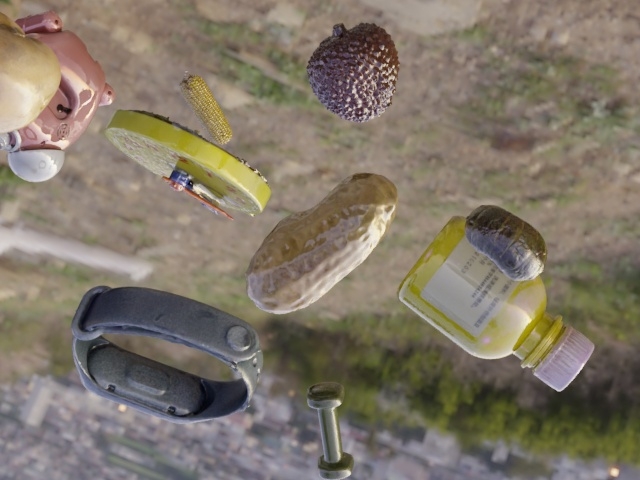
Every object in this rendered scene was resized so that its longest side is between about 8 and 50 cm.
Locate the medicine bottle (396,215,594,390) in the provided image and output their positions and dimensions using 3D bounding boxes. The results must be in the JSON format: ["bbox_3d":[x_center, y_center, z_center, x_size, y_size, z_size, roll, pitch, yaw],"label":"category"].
[{"bbox_3d":[0.201,0.078,1.490,0.212,0.122,0.122,37,164,5],"label":"medicine bottle"}]

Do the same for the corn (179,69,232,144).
[{"bbox_3d":[-0.117,-0.134,1.343,0.028,0.027,0.083,13,137,59],"label":"corn"}]

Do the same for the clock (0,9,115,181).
[{"bbox_3d":[-0.334,-0.167,1.566,0.093,0.162,0.166,-1,135,43],"label":"clock"}]

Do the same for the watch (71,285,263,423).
[{"bbox_3d":[-0.167,0.121,1.415,0.206,0.068,0.193,25,142,-11],"label":"watch"}]

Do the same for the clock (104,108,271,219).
[{"bbox_3d":[-0.213,-0.110,2.093,0.277,0.071,0.293,24,168,10],"label":"clock"}]

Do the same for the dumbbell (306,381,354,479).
[{"bbox_3d":[0.012,0.230,1.611,0.046,0.118,0.052,-6,-162,6],"label":"dumbbell"}]

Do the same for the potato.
[{"bbox_3d":[-0.157,-0.070,0.581,0.062,0.083,0.068,62,174,-9],"label":"potato"}]

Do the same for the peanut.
[{"bbox_3d":[0.000,0.000,1.623,0.095,0.226,0.108,40,-165,-47],"label":"peanut"}]

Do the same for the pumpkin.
[{"bbox_3d":[0.166,0.000,1.184,0.083,0.050,0.028,33,167,3],"label":"pumpkin"}]

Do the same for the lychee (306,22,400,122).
[{"bbox_3d":[0.044,-0.214,1.702,0.123,0.123,0.129,7,144,38],"label":"lychee"}]
